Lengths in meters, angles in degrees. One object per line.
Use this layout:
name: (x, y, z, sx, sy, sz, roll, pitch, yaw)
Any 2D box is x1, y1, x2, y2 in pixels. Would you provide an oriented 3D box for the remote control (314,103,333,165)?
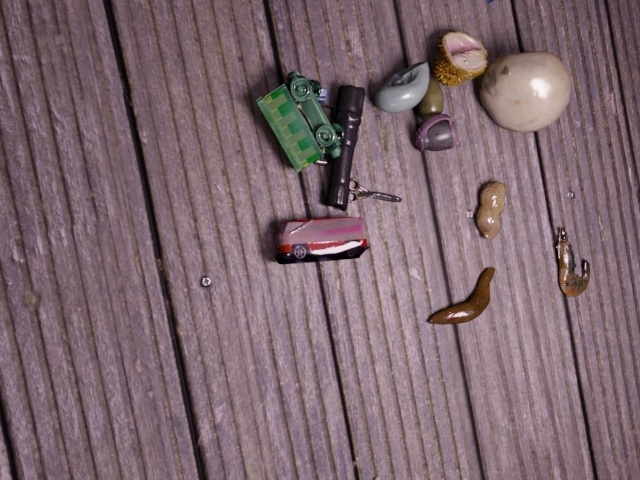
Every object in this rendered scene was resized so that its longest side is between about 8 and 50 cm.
remote control: (0.011, -0.363, 1.458, 0.059, 0.028, 0.211, 4, 88, -15)

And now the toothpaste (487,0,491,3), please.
toothpaste: (0.625, -1.066, 1.643, 0.066, 0.053, 0.272, -31, 98, -10)

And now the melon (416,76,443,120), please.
melon: (0.394, -0.513, 1.536, 0.099, 0.099, 0.162, -4, 85, -16)

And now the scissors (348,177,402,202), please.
scissors: (0.191, -0.162, 1.512, 0.220, 0.017, 0.087, 9, 85, -16)

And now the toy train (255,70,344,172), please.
toy train: (-0.056, -0.377, 1.362, 0.203, 0.120, 0.300, -28, 98, 19)

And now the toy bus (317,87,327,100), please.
toy bus: (-0.006, -0.487, 1.430, 0.038, 0.083, 0.045, -3, 101, -17)

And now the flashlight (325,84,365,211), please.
flashlight: (0.082, -0.311, 1.439, 0.103, 0.103, 0.423, 8, 87, -16)

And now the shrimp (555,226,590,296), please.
shrimp: (1.036, 0.084, 1.735, 0.169, 0.058, 0.295, -9, 95, -23)

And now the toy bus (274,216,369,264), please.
toy bus: (0.000, 0.000, 1.398, 0.303, 0.127, 0.147, -3, 84, -15)

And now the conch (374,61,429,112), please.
conch: (0.288, -0.533, 1.484, 0.221, 0.185, 0.121, -37, 142, -2)

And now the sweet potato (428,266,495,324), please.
sweet potato: (0.559, 0.231, 1.577, 0.346, 0.079, 0.108, -37, 86, -17)

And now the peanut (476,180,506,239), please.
peanut: (0.647, -0.115, 1.607, 0.104, 0.086, 0.227, 14, 86, -26)

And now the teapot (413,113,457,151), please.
teapot: (0.411, -0.374, 1.520, 0.146, 0.148, 0.116, -17, 89, -3)

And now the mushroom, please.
mushroom: (0.772, -0.583, 1.578, 0.314, 0.314, 0.336, 39, 58, -12)

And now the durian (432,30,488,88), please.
durian: (0.501, -0.657, 1.557, 0.250, 0.138, 0.183, -30, 66, -24)
